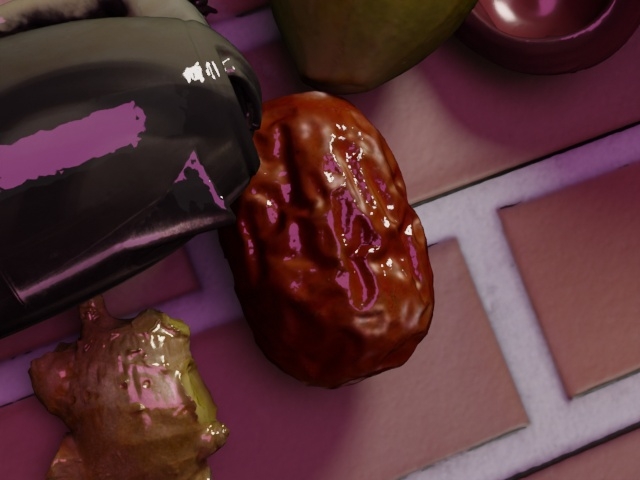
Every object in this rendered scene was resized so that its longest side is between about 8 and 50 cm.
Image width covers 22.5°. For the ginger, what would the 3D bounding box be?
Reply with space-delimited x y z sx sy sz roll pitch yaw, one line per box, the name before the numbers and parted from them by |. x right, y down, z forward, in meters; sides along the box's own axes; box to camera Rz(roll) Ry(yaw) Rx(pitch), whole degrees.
ginger | -0.161 0.137 1.339 0.157 0.102 0.216 -17 90 11

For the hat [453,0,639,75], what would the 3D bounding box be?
hat | 0.203 -0.239 1.495 0.205 0.089 0.205 -2 74 7

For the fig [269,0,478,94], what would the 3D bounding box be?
fig | 0.043 -0.245 1.392 0.207 0.207 0.230 21 109 -10

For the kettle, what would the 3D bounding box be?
kettle | -0.210 -0.091 1.293 0.324 0.228 0.321 -21 48 -3

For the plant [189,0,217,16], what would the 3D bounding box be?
plant | -0.130 -0.153 1.412 0.087 0.085 0.174 -2 88 -15

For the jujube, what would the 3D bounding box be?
jujube | 0.000 0.000 1.367 0.174 0.174 0.250 -14 86 -16
